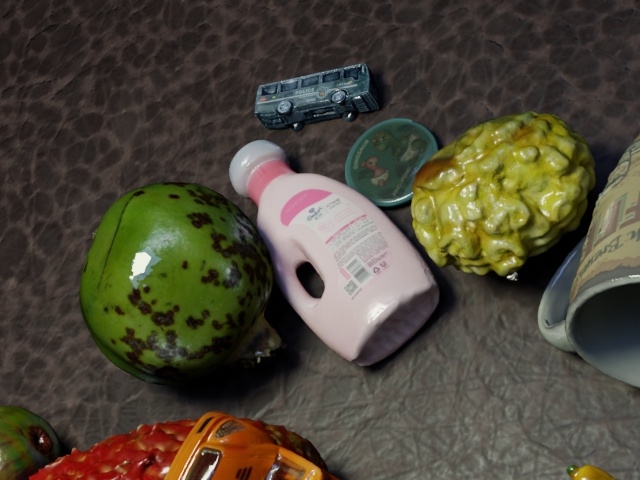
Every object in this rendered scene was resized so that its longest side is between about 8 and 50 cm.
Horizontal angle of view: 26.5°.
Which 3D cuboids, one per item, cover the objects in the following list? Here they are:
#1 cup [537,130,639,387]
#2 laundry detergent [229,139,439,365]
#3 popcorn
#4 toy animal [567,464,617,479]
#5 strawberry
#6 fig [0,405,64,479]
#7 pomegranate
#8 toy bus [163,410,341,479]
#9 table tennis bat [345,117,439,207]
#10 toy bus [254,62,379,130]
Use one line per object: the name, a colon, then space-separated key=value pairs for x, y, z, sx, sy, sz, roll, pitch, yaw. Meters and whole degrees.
cup: x=0.361 y=0.015 z=1.442 sx=0.301 sy=0.227 sz=0.257 roll=-26 pitch=36 yaw=46
laundry detergent: x=0.000 y=0.000 z=1.660 sx=0.159 sy=0.088 sz=0.335 roll=-43 pitch=54 yaw=1
popcorn: x=0.206 y=-0.050 z=1.529 sx=0.218 sy=0.189 sz=0.169 roll=-31 pitch=91 yaw=-1
toy animal: x=0.282 y=0.305 z=1.353 sx=0.182 sy=0.131 sz=0.127 roll=-13 pitch=37 yaw=29
strawberry: x=-0.169 y=0.308 z=1.461 sx=0.343 sy=0.292 sz=0.292 roll=-43 pitch=55 yaw=3
fig: x=-0.431 y=0.309 z=1.673 sx=0.245 sy=0.149 sz=0.149 roll=-36 pitch=55 yaw=14
pomegranate: x=-0.161 y=0.062 z=1.617 sx=0.270 sy=0.254 sz=0.254 roll=40 pitch=84 yaw=5
toy bus: x=-0.001 y=0.298 z=1.350 sx=0.153 sy=0.329 sz=0.143 roll=4 pitch=63 yaw=56
table tennis bat: x=0.120 y=-0.091 z=1.687 sx=0.201 sy=0.033 sz=0.124 roll=12 pitch=71 yaw=34
toy bus: x=-0.004 y=-0.188 z=1.785 sx=0.166 sy=0.047 sz=0.065 roll=-9 pitch=57 yaw=21
